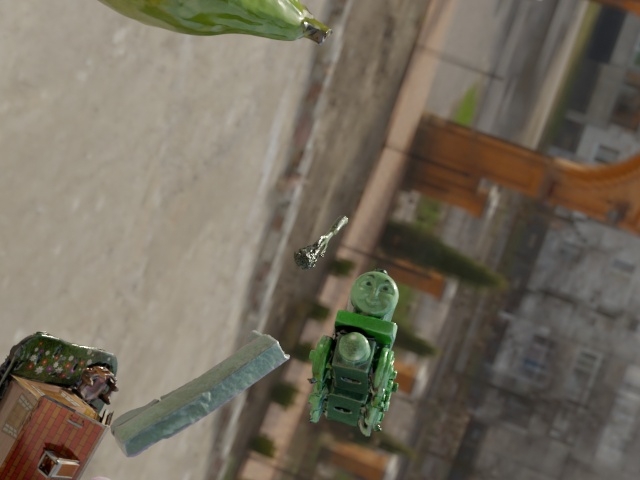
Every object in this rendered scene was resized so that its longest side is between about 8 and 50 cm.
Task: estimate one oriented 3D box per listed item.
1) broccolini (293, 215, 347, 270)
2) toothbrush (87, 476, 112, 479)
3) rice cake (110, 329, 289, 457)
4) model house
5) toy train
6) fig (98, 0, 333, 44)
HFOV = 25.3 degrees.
[{"bbox_3d":[0.000,0.000,2.176,0.140,0.035,0.030,-50,141,-48],"label":"broccolini"},{"bbox_3d":[-0.007,0.215,0.954,0.030,0.342,0.025,-30,-136,49],"label":"toothbrush"},{"bbox_3d":[-0.176,0.221,2.072,0.290,0.081,0.051,-32,127,-24],"label":"rice cake"},{"bbox_3d":[-0.343,0.287,1.824,0.207,0.154,0.294,25,97,-54],"label":"model house"},{"bbox_3d":[0.036,0.107,1.348,0.251,0.085,0.119,99,6,-70],"label":"toy train"},{"bbox_3d":[-0.138,-0.319,1.481,0.233,0.314,0.233,-48,166,-16],"label":"fig"}]
